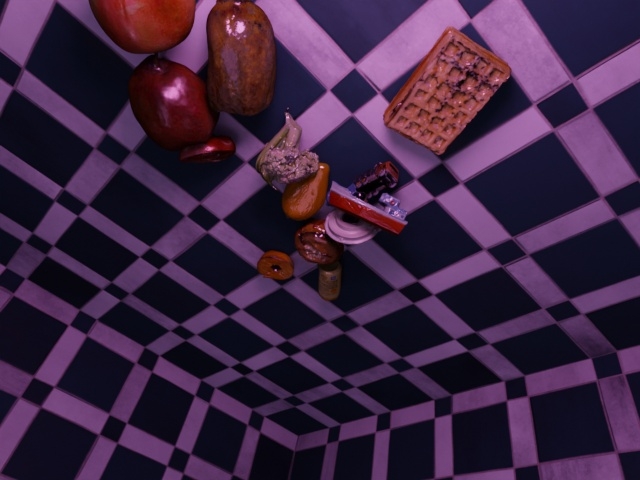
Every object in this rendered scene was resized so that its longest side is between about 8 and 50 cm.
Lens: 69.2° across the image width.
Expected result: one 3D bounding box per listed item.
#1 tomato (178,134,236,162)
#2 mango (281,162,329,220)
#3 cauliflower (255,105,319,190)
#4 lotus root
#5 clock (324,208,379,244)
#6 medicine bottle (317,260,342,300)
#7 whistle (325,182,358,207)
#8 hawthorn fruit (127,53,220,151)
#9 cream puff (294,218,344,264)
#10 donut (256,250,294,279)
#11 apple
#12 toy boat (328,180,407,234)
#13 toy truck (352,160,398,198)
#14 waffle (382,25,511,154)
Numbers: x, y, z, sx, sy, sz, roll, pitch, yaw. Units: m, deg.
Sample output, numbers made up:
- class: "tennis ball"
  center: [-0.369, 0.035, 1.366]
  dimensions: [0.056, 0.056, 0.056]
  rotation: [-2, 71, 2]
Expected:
- class: "tomato"
  center: [-0.449, -0.373, 1.846]
  dimensions: [0.228, 0.228, 0.101]
  rotation: [-7, 94, 20]
- class: "mango"
  center: [-0.060, -0.202, 1.946]
  dimensions: [0.176, 0.119, 0.317]
  rotation: [34, 122, 4]
- class: "cauliflower"
  center: [-0.128, -0.348, 1.773]
  dimensions: [0.239, 0.256, 0.315]
  rotation: [22, 108, 18]
- class: "lotus root"
  center: [-0.265, -0.607, 1.522]
  dimensions: [0.250, 0.250, 0.346]
  rotation: [8, 129, 7]
- class: "clock"
  center: [0.133, -0.084, 1.929]
  dimensions: [0.236, 0.236, 0.053]
  rotation: [4, 141, 10]
- class: "medicine bottle"
  center: [0.047, 0.198, 2.318]
  dimensions: [0.124, 0.124, 0.239]
  rotation: [7, 136, 8]
- class: "whistle"
  center: [0.076, -0.190, 1.951]
  dimensions: [0.090, 0.090, 0.158]
  rotation: [34, 130, -19]
- class: "hawthorn fruit"
  center: [-0.531, -0.482, 1.660]
  dimensions: [0.308, 0.308, 0.325]
  rotation: [-23, 148, 32]
- class: "cream puff"
  center: [-0.001, 0.000, 2.105]
  dimensions: [0.240, 0.164, 0.240]
  rotation: [18, 147, 12]
- class: "donut"
  center: [-0.223, 0.121, 2.342]
  dimensions: [0.190, 0.074, 0.174]
  rotation: [4, 133, 5]
- class: "apple"
  center: [-0.531, -0.724, 1.418]
  dimensions: [0.319, 0.319, 0.277]
  rotation: [-3, 137, 17]
- class: "toy boat"
  center: [0.188, -0.143, 1.820]
  dimensions: [0.332, 0.133, 0.145]
  rotation: [25, 180, 4]
- class: "toy truck"
  center: [0.221, -0.244, 1.859]
  dimensions: [0.192, 0.092, 0.083]
  rotation: [-23, 125, 42]
- class: "waffle"
  center: [0.415, -0.485, 1.552]
  dimensions: [0.261, 0.114, 0.376]
  rotation: [28, 134, -13]
